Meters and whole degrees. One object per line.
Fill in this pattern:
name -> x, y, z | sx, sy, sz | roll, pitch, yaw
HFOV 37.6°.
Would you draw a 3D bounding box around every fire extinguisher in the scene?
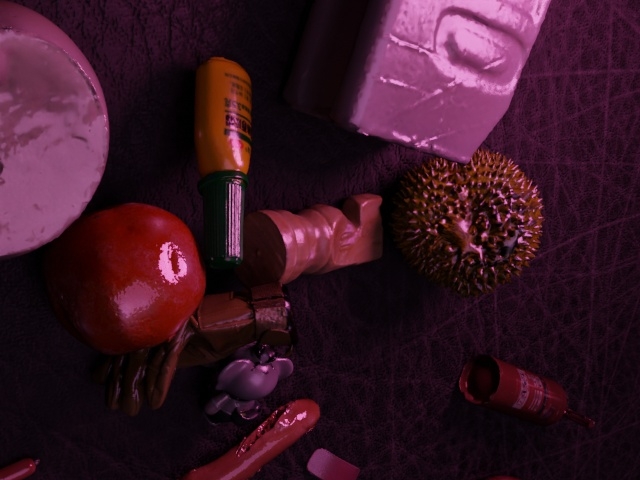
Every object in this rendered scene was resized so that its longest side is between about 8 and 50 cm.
fire extinguisher -> 0.450, 0.336, 1.978 | 0.337, 0.147, 0.107 | 23, 95, -37

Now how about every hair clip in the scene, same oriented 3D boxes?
hair clip -> 0.028, 0.443, 1.804 | 0.137, 0.022, 0.054 | 39, 80, -38

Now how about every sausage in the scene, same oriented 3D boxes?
sausage -> -0.522, 0.376, 1.392 | 0.223, 0.029, 0.029 | -23, 119, -26
sausage -> -0.122, 0.370, 1.642 | 0.304, 0.078, 0.078 | -33, 123, -21

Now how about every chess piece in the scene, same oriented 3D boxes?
chess piece -> 0.000, 0.000, 1.574 | 0.300, 0.137, 0.137 | -10, 113, -46

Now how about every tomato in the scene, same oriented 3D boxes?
tomato -> -0.275, 0.044, 1.319 | 0.232, 0.232, 0.189 | -40, 134, -17

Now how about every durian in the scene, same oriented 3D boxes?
durian -> 0.269, -0.027, 1.669 | 0.291, 0.224, 0.291 | -12, 117, -25

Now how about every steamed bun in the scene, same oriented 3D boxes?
steamed bun -> -0.423, -0.136, 1.159 | 0.324, 0.206, 0.324 | -15, 117, -32

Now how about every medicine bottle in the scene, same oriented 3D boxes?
medicine bottle -> -0.142, -0.111, 1.366 | 0.111, 0.076, 0.309 | 23, 63, -57

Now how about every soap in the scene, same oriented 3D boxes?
soap -> 0.174, -0.359, 1.493 | 0.350, 0.213, 0.435 | 15, 99, -38

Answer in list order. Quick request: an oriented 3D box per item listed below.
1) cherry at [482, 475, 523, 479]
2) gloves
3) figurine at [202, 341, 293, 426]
cherry -> 0.415, 0.626, 2.008 | 0.206, 0.239, 0.239 | -28, 121, -26
gloves -> -0.197, 0.149, 1.427 | 0.331, 0.154, 0.141 | -18, 112, 2
figurine -> -0.129, 0.226, 1.545 | 0.147, 0.126, 0.192 | -2, 140, -46
